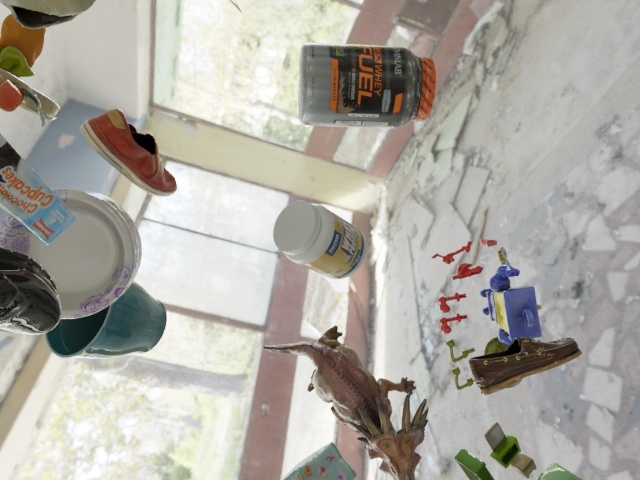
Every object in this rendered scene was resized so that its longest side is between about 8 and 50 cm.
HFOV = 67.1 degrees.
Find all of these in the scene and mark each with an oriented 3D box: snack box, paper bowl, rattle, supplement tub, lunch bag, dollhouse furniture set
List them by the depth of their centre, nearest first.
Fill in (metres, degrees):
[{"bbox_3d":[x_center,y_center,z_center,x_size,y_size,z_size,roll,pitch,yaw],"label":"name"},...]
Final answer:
[{"bbox_3d":[-0.440,-0.135,0.570,0.060,0.187,0.322,-49,-20,-22],"label":"snack box"},{"bbox_3d":[-0.372,-0.227,0.620,0.142,0.130,0.200,-50,31,-15],"label":"rattle"},{"bbox_3d":[-0.553,0.024,1.093,0.148,0.284,0.284,-150,76,-80],"label":"paper bowl"},{"bbox_3d":[0.000,0.000,1.128,0.144,0.200,0.144,-17,61,34],"label":"supplement tub"},{"bbox_3d":[0.112,-0.399,1.256,0.207,0.338,0.207,180,90,-86],"label":"supplement tub"},{"bbox_3d":[0.562,0.646,1.327,0.198,0.151,0.301,-38,18,-17],"label":"dollhouse furniture set"},{"bbox_3d":[-0.051,0.774,1.462,0.262,0.160,0.223,-51,-23,21],"label":"lunch bag"}]

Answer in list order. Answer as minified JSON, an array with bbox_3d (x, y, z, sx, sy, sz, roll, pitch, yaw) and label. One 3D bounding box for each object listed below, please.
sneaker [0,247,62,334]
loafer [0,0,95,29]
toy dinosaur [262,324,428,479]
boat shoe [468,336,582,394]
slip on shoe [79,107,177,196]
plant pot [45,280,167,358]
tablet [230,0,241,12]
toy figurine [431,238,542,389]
[{"bbox_3d":[-0.405,0.054,0.526,0.109,0.286,0.130,-38,53,-1],"label":"sneaker"},{"bbox_3d":[-0.305,-0.274,0.508,0.268,0.102,0.092,31,142,51],"label":"loafer"},{"bbox_3d":[0.050,0.223,0.710,0.127,0.296,0.200,-51,-4,-3],"label":"toy dinosaur"},{"bbox_3d":[0.376,0.215,0.891,0.073,0.207,0.073,98,153,-75],"label":"boat shoe"},{"bbox_3d":[-0.421,-0.197,1.143,0.101,0.123,0.331,-35,-22,-1],"label":"slip on shoe"},{"bbox_3d":[-0.609,0.229,1.428,0.255,0.272,0.271,37,-120,-54],"label":"plant pot"},{"bbox_3d":[-0.221,-0.586,1.157,0.006,0.054,0.083,-33,-14,15],"label":"tablet"},{"bbox_3d":[0.386,0.181,1.044,0.217,0.191,0.362,-170,72,-83],"label":"toy figurine"}]
